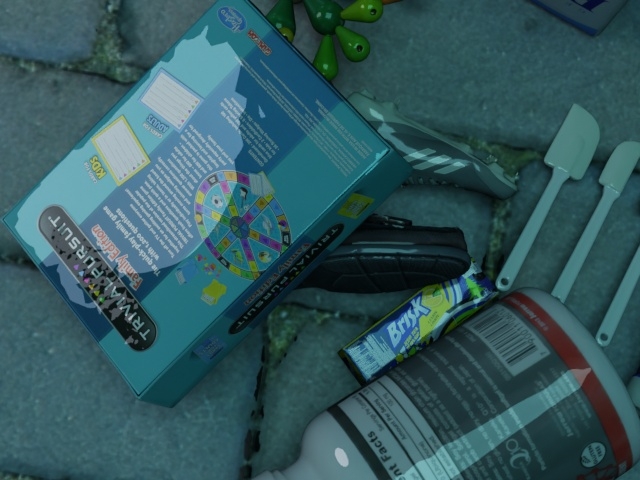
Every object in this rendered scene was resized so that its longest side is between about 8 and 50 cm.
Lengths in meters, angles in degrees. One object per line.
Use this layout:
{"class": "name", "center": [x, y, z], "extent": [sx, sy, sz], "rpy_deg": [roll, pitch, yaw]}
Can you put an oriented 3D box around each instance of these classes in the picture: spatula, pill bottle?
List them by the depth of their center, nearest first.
{"class": "pill bottle", "center": [0.111, 0.220, 1.342], "extent": [0.363, 0.210, 0.210], "rpy_deg": [-31, 84, -8]}
{"class": "spatula", "center": [0.297, -0.015, 1.473], "extent": [0.168, 0.019, 0.242], "rpy_deg": [30, 68, -2]}

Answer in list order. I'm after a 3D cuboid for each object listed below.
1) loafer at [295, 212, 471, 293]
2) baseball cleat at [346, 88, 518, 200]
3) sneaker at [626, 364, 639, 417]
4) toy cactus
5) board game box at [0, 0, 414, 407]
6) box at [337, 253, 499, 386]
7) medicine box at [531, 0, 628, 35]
{"class": "loafer", "center": [0.000, 0.000, 1.408], "extent": [0.302, 0.109, 0.095], "rpy_deg": [-6, 66, 11]}
{"class": "baseball cleat", "center": [0.103, -0.076, 1.472], "extent": [0.206, 0.072, 0.109], "rpy_deg": [30, 93, 6]}
{"class": "sneaker", "center": [0.483, 0.136, 1.370], "extent": [0.323, 0.130, 0.236], "rpy_deg": [30, 80, 38]}
{"class": "toy cactus", "center": [-0.002, -0.251, 1.483], "extent": [0.219, 0.112, 0.180], "rpy_deg": [-39, 66, -7]}
{"class": "board game box", "center": [-0.116, -0.044, 1.358], "extent": [0.336, 0.079, 0.254], "rpy_deg": [-44, 66, 6]}
{"class": "box", "center": [0.101, 0.086, 1.439], "extent": [0.169, 0.059, 0.054], "rpy_deg": [-35, 86, -9]}
{"class": "medicine box", "center": [0.241, -0.373, 1.411], "extent": [0.263, 0.289, 0.149], "rpy_deg": [30, 77, 1]}
